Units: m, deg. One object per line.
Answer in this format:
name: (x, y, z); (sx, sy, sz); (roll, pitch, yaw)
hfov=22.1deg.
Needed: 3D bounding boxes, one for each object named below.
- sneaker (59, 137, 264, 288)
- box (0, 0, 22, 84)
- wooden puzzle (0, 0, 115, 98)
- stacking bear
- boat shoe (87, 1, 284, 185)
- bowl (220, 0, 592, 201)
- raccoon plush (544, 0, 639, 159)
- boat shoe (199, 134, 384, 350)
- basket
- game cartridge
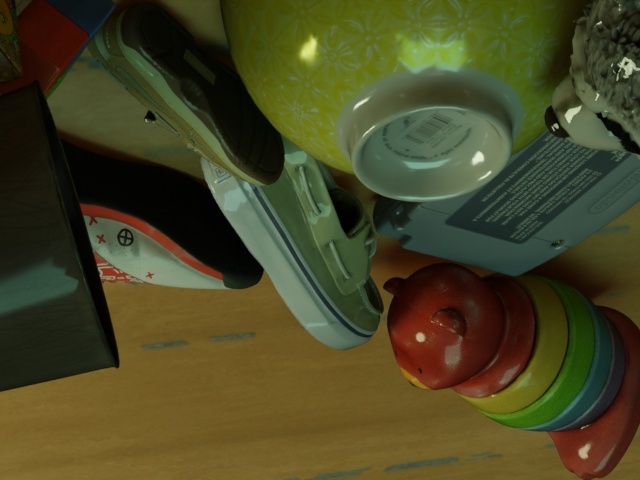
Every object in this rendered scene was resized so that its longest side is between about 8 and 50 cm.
sneaker: (-0.189, 0.002, 1.384); (0.270, 0.090, 0.145); (21, 136, -36)
box: (-0.335, -0.191, 0.864); (0.290, 0.279, 0.177); (-18, 145, 9)
wooden puzzle: (-0.262, -0.048, 1.092); (0.080, 0.348, 0.322); (41, 129, -6)
stacking bear: (0.178, 0.105, 1.592); (0.289, 0.175, 0.164); (22, 103, -43)
boat shoe: (-0.104, -0.107, 1.262); (0.072, 0.068, 0.190); (-16, 130, 36)
bowl: (0.074, -0.123, 1.192); (0.289, 0.156, 0.289); (-4, 146, -2)
raccoon plush: (0.357, -0.187, 1.132); (0.446, 0.216, 0.299); (-42, 159, 3)
boat shoe: (0.000, 0.000, 1.428); (0.094, 0.109, 0.302); (-23, 143, 12)
basket: (-0.234, 0.022, 0.851); (0.227, 0.154, 0.204); (-16, 170, -6)
game cartridge: (0.208, -0.076, 1.431); (0.198, 0.062, 0.297); (10, 141, -37)
